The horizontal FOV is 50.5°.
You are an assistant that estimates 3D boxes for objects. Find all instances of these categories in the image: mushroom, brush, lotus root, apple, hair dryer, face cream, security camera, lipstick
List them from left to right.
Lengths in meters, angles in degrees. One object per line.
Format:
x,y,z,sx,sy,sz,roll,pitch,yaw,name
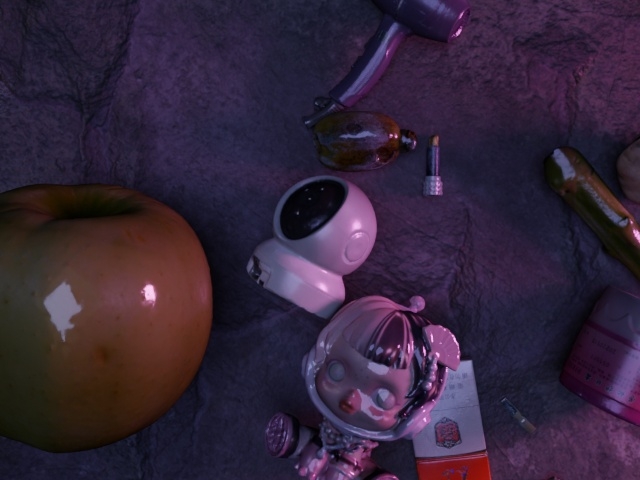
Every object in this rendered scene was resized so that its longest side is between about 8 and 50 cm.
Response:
-0.403,0.124,1.152,0.474,0.473,0.473,0,93,7,apple
0.000,0.000,1.220,0.194,0.194,0.236,33,93,4,security camera
0.061,-0.367,1.243,0.301,0.121,0.361,37,102,13,hair dryer
0.081,-0.182,1.248,0.192,0.088,0.113,-1,117,7,lotus root
0.209,-0.140,1.261,0.037,0.037,0.116,0,89,7,lipstick
0.371,0.330,1.275,0.016,0.013,0.083,-44,89,5,brush
0.531,0.197,1.167,0.175,0.175,0.195,24,97,5,face cream
0.586,-0.135,1.177,0.154,0.122,0.154,-7,131,-8,mushroom

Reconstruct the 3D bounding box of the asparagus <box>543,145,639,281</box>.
0.518,-0.032,1.205,0.082,0.085,0.343,-43,93,-4,asparagus

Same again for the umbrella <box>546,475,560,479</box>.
0.401,0.500,1.255,0.143,0.067,0.062,-48,116,1,umbrella

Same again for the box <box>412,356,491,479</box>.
0.237,0.349,1.281,0.139,0.035,0.245,-8,91,7,box

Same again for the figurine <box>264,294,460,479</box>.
0.069,0.263,1.193,0.253,0.211,0.361,23,103,2,figurine
